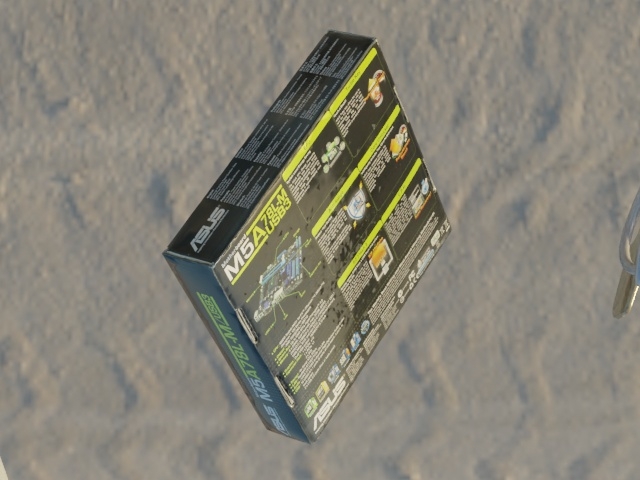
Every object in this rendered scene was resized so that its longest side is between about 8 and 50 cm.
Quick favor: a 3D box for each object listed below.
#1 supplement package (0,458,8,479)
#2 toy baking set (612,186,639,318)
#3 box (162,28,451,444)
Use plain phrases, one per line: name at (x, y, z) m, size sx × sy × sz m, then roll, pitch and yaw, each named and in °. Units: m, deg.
supplement package at (-0.186, 0.163, 0.594) m, size 0.134 × 0.244 × 0.139 m, roll -34°, pitch 156°, yaw 21°
toy baking set at (0.192, -0.084, 0.828) m, size 0.030 × 0.197 × 0.256 m, roll 19°, pitch 138°, yaw -1°
box at (0.000, 0.000, 1.009) m, size 0.045 × 0.191 × 0.184 m, roll 14°, pitch 148°, yaw 36°
